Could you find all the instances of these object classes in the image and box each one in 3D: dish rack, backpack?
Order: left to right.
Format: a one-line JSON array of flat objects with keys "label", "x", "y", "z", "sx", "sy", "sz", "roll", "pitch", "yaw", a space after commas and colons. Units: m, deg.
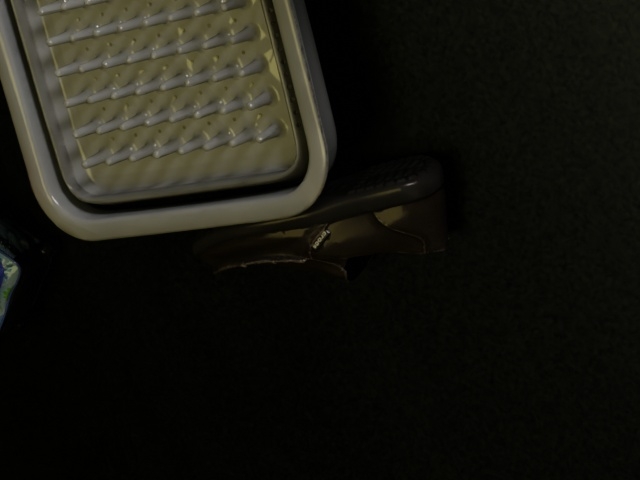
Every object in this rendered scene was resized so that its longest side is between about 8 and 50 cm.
[{"label": "backpack", "x": -0.300, "y": 0.021, "z": 1.589, "sx": 0.114, "sy": 0.084, "sz": 0.105, "roll": 37, "pitch": 125, "yaw": 17}, {"label": "dish rack", "x": -0.124, "y": -0.173, "z": 1.374, "sx": 0.286, "sy": 0.072, "sz": 0.332, "roll": -6, "pitch": 103, "yaw": 34}]

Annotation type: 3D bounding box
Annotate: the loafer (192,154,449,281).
[{"label": "loafer", "x": 0.000, "y": 0.000, "z": 1.383, "sx": 0.220, "sy": 0.080, "sz": 0.078, "roll": -12, "pitch": 108, "yaw": 36}]
